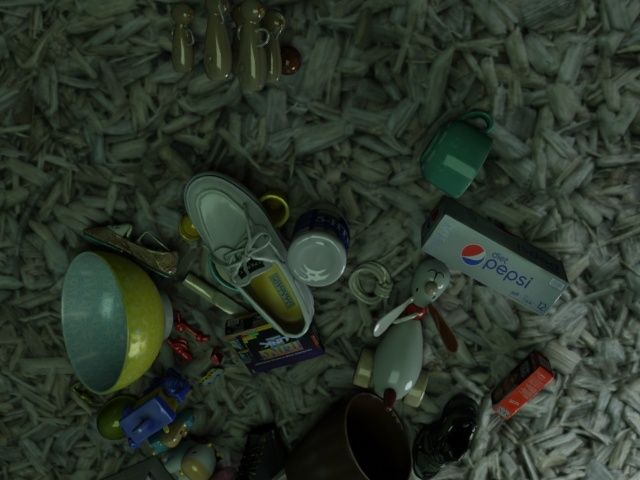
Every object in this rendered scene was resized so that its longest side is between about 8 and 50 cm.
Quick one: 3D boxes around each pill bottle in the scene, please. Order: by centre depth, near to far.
[{"bbox_3d":[0.000,0.000,1.796,0.112,0.186,0.112,2,115,4],"label":"pill bottle"}]

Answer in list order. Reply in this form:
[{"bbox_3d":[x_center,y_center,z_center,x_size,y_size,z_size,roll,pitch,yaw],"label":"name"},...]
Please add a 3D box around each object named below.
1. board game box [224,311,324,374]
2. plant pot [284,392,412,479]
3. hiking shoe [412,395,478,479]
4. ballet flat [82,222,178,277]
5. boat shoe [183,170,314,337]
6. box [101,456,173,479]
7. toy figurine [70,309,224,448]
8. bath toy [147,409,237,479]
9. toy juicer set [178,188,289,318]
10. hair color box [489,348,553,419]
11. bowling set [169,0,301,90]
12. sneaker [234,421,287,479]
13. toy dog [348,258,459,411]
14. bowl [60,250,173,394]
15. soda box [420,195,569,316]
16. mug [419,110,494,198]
[{"bbox_3d":[-0.094,0.203,1.948,0.170,0.048,0.141,-17,131,13],"label":"board game box"},{"bbox_3d":[0.041,0.469,2.010,0.230,0.215,0.215,-31,108,32],"label":"plant pot"},{"bbox_3d":[0.262,0.441,2.011,0.086,0.114,0.227,25,114,-6],"label":"hiking shoe"},{"bbox_3d":[-0.379,0.005,1.903,0.206,0.073,0.067,26,90,-2],"label":"ballet flat"},{"bbox_3d":[-0.134,0.038,1.753,0.136,0.156,0.367,-30,106,6],"label":"boat shoe"},{"bbox_3d":[-0.415,0.624,2.151,0.182,0.119,0.181,-26,110,16],"label":"box"},{"bbox_3d":[-0.389,0.340,1.968,0.362,0.217,0.191,-33,107,17],"label":"toy figurine"},{"bbox_3d":[-0.234,0.537,2.096,0.129,0.151,0.348,-39,111,-10],"label":"bath toy"},{"bbox_3d":[-0.194,0.032,1.882,0.209,0.089,0.329,16,115,-2],"label":"toy juicer set"},{"bbox_3d":[0.419,0.301,1.957,0.043,0.072,0.141,36,112,-12],"label":"hair color box"},{"bbox_3d":[-0.129,-0.370,1.677,0.287,0.200,0.154,21,117,43],"label":"bowling set"},{"bbox_3d":[-0.157,0.492,2.028,0.083,0.222,0.118,-3,110,33],"label":"sneaker"},{"bbox_3d":[0.167,0.212,1.891,0.220,0.161,0.333,-1,114,5],"label":"toy dog"},{"bbox_3d":[-0.396,0.157,1.903,0.156,0.289,0.289,-6,123,-40],"label":"bowl"},{"bbox_3d":[0.338,0.030,1.828,0.286,0.098,0.091,29,115,-7],"label":"soda box"},{"bbox_3d":[0.249,-0.166,1.744,0.097,0.158,0.129,30,136,-2],"label":"mug"}]
